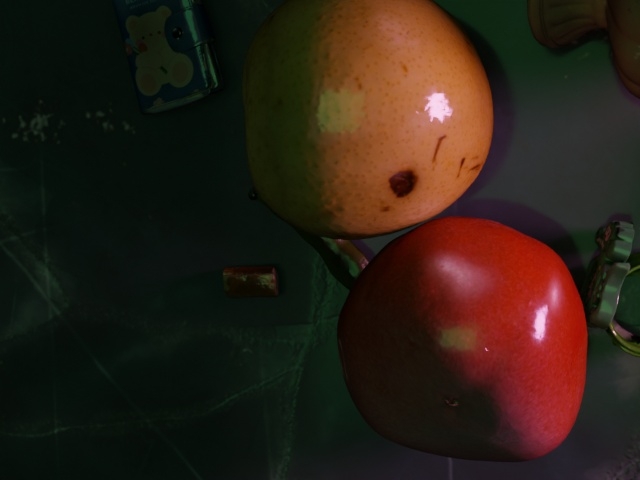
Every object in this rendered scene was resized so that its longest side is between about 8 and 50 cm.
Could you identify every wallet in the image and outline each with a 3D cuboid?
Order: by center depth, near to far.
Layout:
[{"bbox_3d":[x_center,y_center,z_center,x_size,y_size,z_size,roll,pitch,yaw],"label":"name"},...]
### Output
[{"bbox_3d":[-0.223,-0.294,1.685,0.141,0.059,0.202,-15,90,22],"label":"wallet"}]

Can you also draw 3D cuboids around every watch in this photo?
[{"bbox_3d":[0.429,0.068,1.528,0.152,0.131,0.165,19,99,1],"label":"watch"}]

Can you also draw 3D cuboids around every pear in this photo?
[{"bbox_3d":[0.054,-0.167,1.479,0.348,0.348,0.348,1,96,14],"label":"pear"}]

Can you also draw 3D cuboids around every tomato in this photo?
[{"bbox_3d":[0.176,0.142,1.483,0.341,0.273,0.341,4,129,5],"label":"tomato"}]

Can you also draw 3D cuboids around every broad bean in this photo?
[{"bbox_3d":[0.002,-0.003,1.664,0.254,0.046,0.065,42,111,8],"label":"broad bean"}]

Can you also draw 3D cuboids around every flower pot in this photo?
[{"bbox_3d":[0.409,-0.320,1.413,0.244,0.307,0.307,20,101,28],"label":"flower pot"}]

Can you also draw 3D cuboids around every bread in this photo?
[{"bbox_3d":[-0.103,0.062,1.702,0.083,0.036,0.047,-2,97,17],"label":"bread"}]
